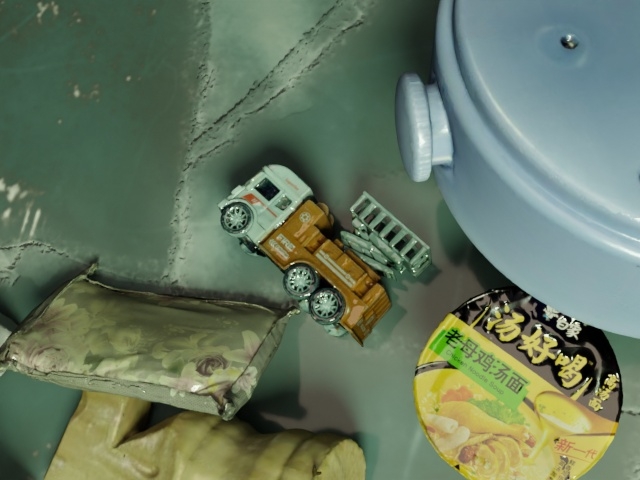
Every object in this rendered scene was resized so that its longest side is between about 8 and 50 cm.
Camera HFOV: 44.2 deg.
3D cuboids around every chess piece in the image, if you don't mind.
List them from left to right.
[{"bbox_3d":[-0.118,0.208,0.695,0.300,0.137,0.137,7,79,27],"label":"chess piece"}]

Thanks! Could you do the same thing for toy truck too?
[{"bbox_3d":[0.000,0.000,0.722,0.177,0.080,0.115,41,85,18],"label":"toy truck"}]

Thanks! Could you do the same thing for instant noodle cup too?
[{"bbox_3d":[0.158,0.121,0.630,0.151,0.122,0.152,-4,75,16],"label":"instant noodle cup"}]

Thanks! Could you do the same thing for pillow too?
[{"bbox_3d":[-0.161,0.098,0.724,0.254,0.169,0.059,8,121,16],"label":"pillow"}]

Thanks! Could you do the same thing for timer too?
[{"bbox_3d":[0.243,-0.107,0.603,0.394,0.173,0.395,-1,63,1],"label":"timer"}]

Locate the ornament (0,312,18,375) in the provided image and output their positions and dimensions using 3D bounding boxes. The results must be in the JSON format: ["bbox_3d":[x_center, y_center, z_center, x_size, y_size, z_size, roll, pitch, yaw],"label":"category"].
[{"bbox_3d":[-0.484,0.095,0.739,0.240,0.239,0.240,39,89,19],"label":"ornament"}]
